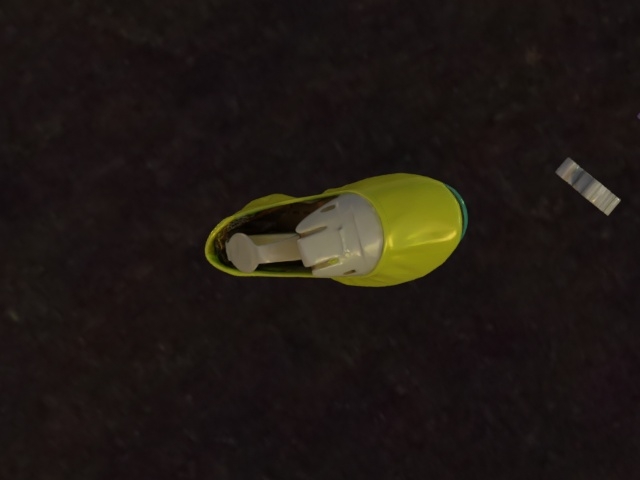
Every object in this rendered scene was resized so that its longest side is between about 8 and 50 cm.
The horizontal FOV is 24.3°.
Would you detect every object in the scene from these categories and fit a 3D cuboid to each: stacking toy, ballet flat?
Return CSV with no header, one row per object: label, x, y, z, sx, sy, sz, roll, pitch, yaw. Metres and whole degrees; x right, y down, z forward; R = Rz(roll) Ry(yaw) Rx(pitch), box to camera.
stacking toy,0.312,-0.072,1.234,0.167,0.221,0.052,-51,45,9
ballet flat,0.000,0.000,1.041,0.077,0.077,0.231,-16,7,-39
